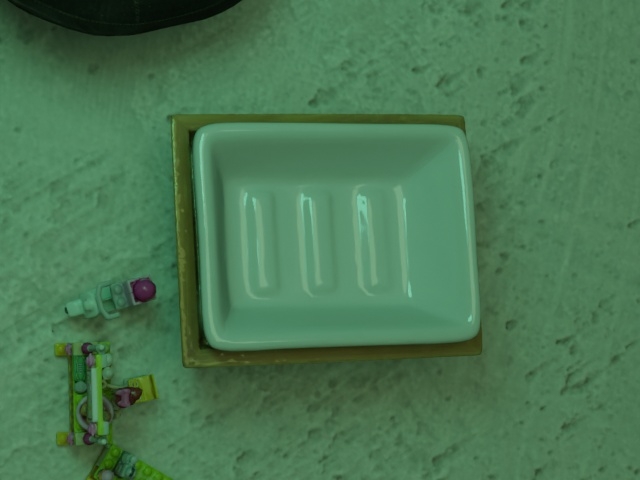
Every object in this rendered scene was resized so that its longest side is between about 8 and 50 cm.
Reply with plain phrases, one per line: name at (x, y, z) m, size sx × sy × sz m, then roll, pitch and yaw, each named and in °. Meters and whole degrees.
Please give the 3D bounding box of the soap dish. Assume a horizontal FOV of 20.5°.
soap dish at (0.000, 0.000, 1.637) m, size 0.291 × 0.118 × 0.229 m, roll -1°, pitch 83°, yaw -20°

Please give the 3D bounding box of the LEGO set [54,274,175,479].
LEGO set at (-0.157, 0.177, 1.582) m, size 0.132 × 0.107 × 0.287 m, roll -24°, pitch 94°, yaw -19°

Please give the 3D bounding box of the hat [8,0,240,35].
hat at (-0.200, -0.328, 1.598) m, size 0.331 × 0.134 × 0.331 m, roll 1°, pitch 89°, yaw -27°
